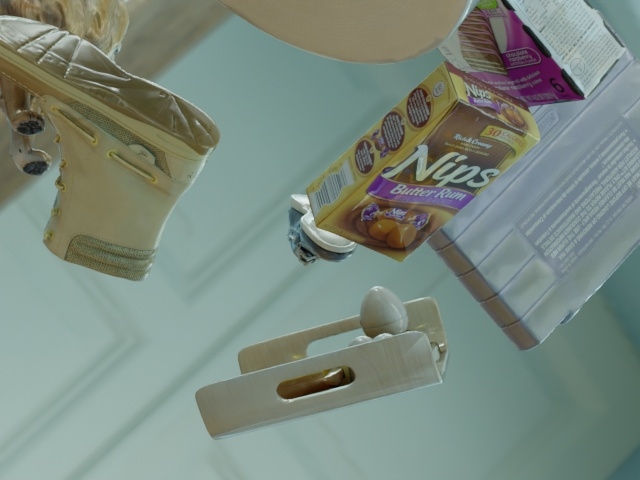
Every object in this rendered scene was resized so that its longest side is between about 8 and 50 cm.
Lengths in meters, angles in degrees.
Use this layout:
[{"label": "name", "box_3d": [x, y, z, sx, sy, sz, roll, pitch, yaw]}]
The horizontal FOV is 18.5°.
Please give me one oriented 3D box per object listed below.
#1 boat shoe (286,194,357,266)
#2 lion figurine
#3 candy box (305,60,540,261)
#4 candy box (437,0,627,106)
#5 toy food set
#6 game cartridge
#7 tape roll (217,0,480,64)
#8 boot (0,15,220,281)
[{"label": "boat shoe", "box_3d": [0.000, 0.000, 2.342, 0.075, 0.065, 0.206, 9, 14, -14]}, {"label": "lion figurine", "box_3d": [-0.391, -0.173, 2.055, 0.142, 0.392, 0.240, 83, -3, -58]}, {"label": "candy box", "box_3d": [0.089, -0.067, 1.733, 0.109, 0.186, 0.053, 22, 37, -37]}, {"label": "candy box", "box_3d": [0.143, -0.224, 1.757, 0.233, 0.071, 0.159, 48, -21, -19]}, {"label": "toy food set", "box_3d": [0.006, 0.109, 1.901, 0.306, 0.219, 0.092, -25, 100, -84]}, {"label": "game cartridge", "box_3d": [0.266, -0.067, 2.185, 0.230, 0.355, 0.068, 52, -29, -9]}, {"label": "tape roll", "box_3d": [-0.024, -0.311, 1.578, 0.392, 0.072, 0.392, 29, -30, 18]}, {"label": "boot", "box_3d": [-0.251, -0.090, 1.963, 0.262, 0.095, 0.203, 28, -58, -1]}]
